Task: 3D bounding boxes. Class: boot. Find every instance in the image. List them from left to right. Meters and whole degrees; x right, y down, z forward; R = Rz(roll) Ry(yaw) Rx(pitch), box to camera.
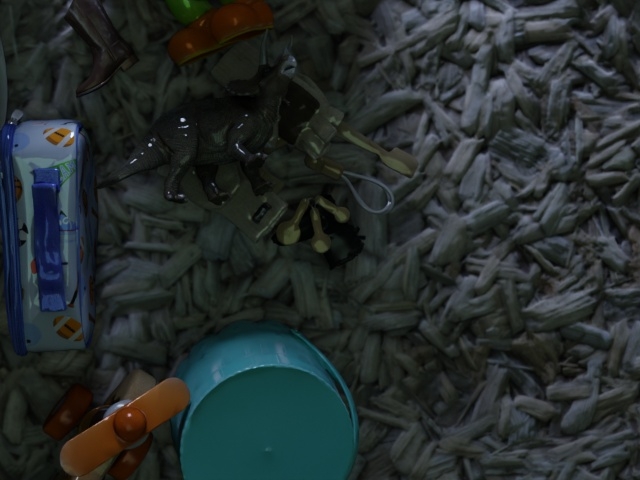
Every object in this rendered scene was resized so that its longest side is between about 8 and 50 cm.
[{"bbox_3d":[-0.321,-0.267,1.097,0.106,0.037,0.114,-40,109,-17],"label":"boot"},{"bbox_3d":[0.000,0.000,1.209,0.121,0.045,0.099,-35,105,-8],"label":"boot"}]

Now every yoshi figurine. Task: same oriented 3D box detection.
[{"bbox_3d":[-0.204,-0.415,1.023,0.203,0.203,0.362,-20,100,-1],"label":"yoshi figurine"}]

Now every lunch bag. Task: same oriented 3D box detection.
[{"bbox_3d":[-0.348,-0.015,1.028,0.114,0.243,0.303,-3,101,-12],"label":"lunch bag"}]

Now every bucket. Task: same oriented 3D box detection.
[{"bbox_3d":[-0.086,0.268,1.162,0.281,0.183,0.281,-2,100,-12],"label":"bucket"}]

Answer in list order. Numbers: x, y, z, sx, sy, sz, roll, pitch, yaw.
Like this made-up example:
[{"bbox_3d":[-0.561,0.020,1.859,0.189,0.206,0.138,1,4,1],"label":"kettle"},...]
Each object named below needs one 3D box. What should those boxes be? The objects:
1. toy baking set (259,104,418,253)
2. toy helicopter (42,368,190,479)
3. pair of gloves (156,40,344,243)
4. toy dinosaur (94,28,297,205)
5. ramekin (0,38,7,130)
[{"bbox_3d":[0.004,-0.096,1.180,0.256,0.030,0.197,-32,90,-6],"label":"toy baking set"},{"bbox_3d":[-0.294,0.301,1.029,0.140,0.355,0.235,40,123,-15],"label":"toy helicopter"},{"bbox_3d":[-0.098,-0.142,1.139,0.204,0.042,0.240,33,87,8],"label":"pair of gloves"},{"bbox_3d":[-0.150,-0.135,1.080,0.313,0.121,0.160,-22,66,11],"label":"toy dinosaur"},{"bbox_3d":[-0.476,-0.213,0.992,0.109,0.207,0.207,-3,100,-3],"label":"ramekin"}]
